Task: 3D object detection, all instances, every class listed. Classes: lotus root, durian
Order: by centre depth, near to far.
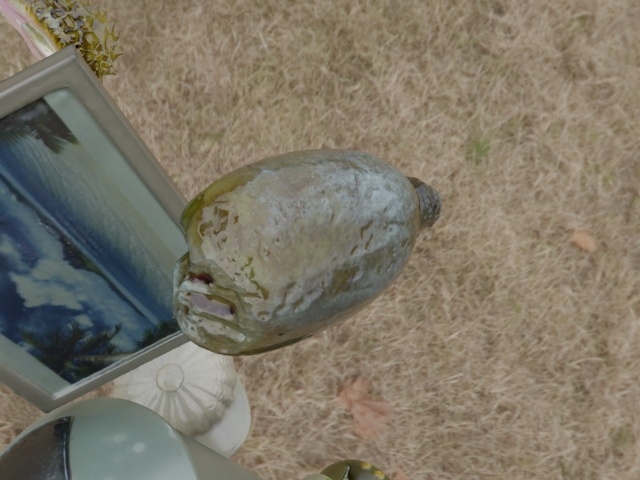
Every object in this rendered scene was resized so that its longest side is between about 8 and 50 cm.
[{"bbox_3d":[0.000,0.000,0.428,0.192,0.113,0.088,-18,43,-36],"label":"lotus root"},{"bbox_3d":[-0.384,-0.317,1.037,0.224,0.078,0.140,38,70,2],"label":"durian"}]

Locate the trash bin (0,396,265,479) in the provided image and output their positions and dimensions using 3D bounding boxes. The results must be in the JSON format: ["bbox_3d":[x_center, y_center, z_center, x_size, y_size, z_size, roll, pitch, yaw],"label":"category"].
[{"bbox_3d":[-0.167,0.345,0.761,0.281,0.432,0.280,-12,57,20],"label":"trash bin"}]

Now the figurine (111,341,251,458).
[{"bbox_3d":[-0.241,0.213,1.127,0.204,0.332,0.185,40,75,-27],"label":"figurine"}]

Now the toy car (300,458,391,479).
[{"bbox_3d":[0.064,0.419,1.023,0.198,0.204,0.247,-20,119,-37],"label":"toy car"}]

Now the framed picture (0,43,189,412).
[{"bbox_3d":[-0.208,0.020,0.572,0.232,0.315,0.024,-28,51,1],"label":"framed picture"}]
